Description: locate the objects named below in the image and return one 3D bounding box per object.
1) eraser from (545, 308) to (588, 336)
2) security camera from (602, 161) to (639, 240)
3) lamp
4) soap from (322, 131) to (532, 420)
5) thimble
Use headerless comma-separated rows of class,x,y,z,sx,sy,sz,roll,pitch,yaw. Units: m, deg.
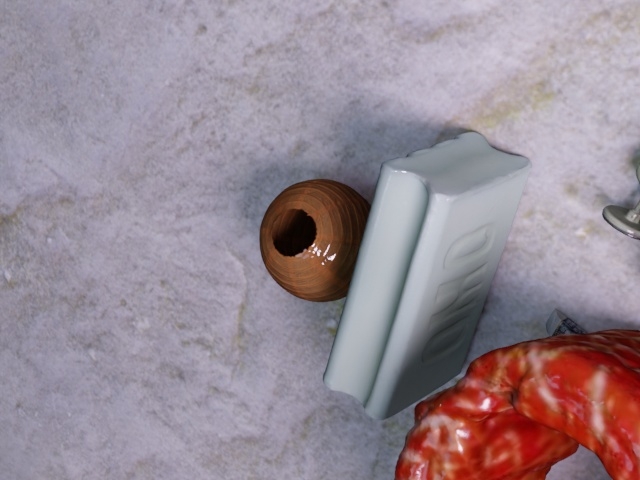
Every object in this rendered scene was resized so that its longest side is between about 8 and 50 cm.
eraser,0.263,0.108,1.236,0.099,0.019,0.027,40,128,23
security camera,0.301,-0.049,1.127,0.058,0.058,0.092,38,119,26
lamp,0.000,0.000,1.358,0.136,0.136,0.136,16,116,37
soap,0.106,0.036,1.254,0.087,0.159,0.265,32,124,28
thimble,0.238,0.256,1.109,0.350,0.230,0.350,0,90,39
